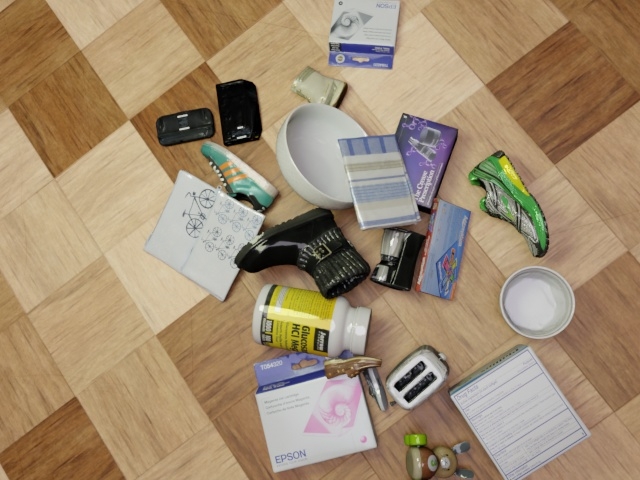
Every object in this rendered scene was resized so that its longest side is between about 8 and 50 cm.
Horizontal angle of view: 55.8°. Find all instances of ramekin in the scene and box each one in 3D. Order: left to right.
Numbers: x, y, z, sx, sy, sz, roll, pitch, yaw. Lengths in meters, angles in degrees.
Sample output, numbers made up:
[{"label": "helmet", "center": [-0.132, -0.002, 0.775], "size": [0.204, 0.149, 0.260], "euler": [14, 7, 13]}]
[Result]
[{"label": "ramekin", "center": [0.620, 0.181, 1.758], "size": [0.207, 0.109, 0.207], "euler": [-1, 82, 8]}]

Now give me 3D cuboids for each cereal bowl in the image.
[{"label": "cereal bowl", "center": [0.007, -0.236, 1.821], "size": [0.338, 0.141, 0.339], "euler": [15, 59, -26]}]

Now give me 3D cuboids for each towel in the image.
[{"label": "towel", "center": [0.170, -0.171, 1.764], "size": [0.209, 0.034, 0.285], "euler": [-9, 79, -26]}]

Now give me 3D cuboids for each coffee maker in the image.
[{"label": "coffee maker", "center": [0.251, 0.061, 1.825], "size": [0.171, 0.120, 0.178], "euler": [14, 85, 9]}]

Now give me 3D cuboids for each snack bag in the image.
[{"label": "snack bag", "center": [-0.379, -0.023, 1.931], "size": [0.342, 0.037, 0.323], "euler": [32, 104, 12]}]

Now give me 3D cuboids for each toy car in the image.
[{"label": "toy car", "center": [0.344, 0.634, 1.728], "size": [0.188, 0.149, 0.155], "euler": [-1, 71, -3]}]

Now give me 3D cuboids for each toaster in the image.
[{"label": "toaster", "center": [0.274, 0.405, 1.759], "size": [0.227, 0.146, 0.129], "euler": [-40, 78, 1]}]

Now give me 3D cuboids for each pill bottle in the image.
[{"label": "pill bottle", "center": [-0.021, 0.245, 1.804], "size": [0.333, 0.188, 0.188], "euler": [8, 83, 10]}]

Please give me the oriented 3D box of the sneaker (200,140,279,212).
[{"label": "sneaker", "center": [-0.284, -0.201, 1.947], "size": [0.302, 0.108, 0.121], "euler": [37, 84, 10]}]

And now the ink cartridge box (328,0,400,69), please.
[{"label": "ink cartridge box", "center": [0.141, -0.681, 1.984], "size": [0.223, 0.045, 0.224], "euler": [6, 83, 9]}]

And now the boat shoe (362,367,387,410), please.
[{"label": "boat shoe", "center": [0.164, 0.446, 1.824], "size": [0.040, 0.049, 0.142], "euler": [-23, 77, 24]}]

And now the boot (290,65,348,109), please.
[{"label": "boot", "center": [-0.029, -0.449, 1.962], "size": [0.165, 0.077, 0.213], "euler": [29, 85, 12]}]

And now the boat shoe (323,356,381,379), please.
[{"label": "boat shoe", "center": [0.095, 0.375, 1.773], "size": [0.177, 0.064, 0.060], "euler": [-9, 71, 17]}]

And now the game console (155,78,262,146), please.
[{"label": "game console", "center": [-0.380, -0.411, 2.026], "size": [0.361, 0.044, 0.213], "euler": [-10, 79, 7]}]

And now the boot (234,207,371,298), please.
[{"label": "boot", "center": [-0.054, 0.071, 1.772], "size": [0.347, 0.131, 0.260], "euler": [-27, 71, -6]}]

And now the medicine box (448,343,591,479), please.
[{"label": "medicine box", "center": [0.550, 0.483, 1.705], "size": [0.263, 0.149, 0.289], "euler": [-33, 78, 3]}]

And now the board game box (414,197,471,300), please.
[{"label": "board game box", "center": [0.369, 0.029, 1.814], "size": [0.145, 0.027, 0.281], "euler": [17, 83, -32]}]

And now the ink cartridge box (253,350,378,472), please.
[{"label": "ink cartridge box", "center": [-0.024, 0.498, 1.831], "size": [0.324, 0.071, 0.330], "euler": [-17, 81, 6]}]

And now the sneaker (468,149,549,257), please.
[{"label": "sneaker", "center": [0.566, -0.093, 1.808], "size": [0.146, 0.134, 0.344], "euler": [-31, 70, 10]}]

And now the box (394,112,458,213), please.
[{"label": "box", "center": [0.297, -0.237, 1.872], "size": [0.184, 0.103, 0.261], "euler": [18, 85, 13]}]
